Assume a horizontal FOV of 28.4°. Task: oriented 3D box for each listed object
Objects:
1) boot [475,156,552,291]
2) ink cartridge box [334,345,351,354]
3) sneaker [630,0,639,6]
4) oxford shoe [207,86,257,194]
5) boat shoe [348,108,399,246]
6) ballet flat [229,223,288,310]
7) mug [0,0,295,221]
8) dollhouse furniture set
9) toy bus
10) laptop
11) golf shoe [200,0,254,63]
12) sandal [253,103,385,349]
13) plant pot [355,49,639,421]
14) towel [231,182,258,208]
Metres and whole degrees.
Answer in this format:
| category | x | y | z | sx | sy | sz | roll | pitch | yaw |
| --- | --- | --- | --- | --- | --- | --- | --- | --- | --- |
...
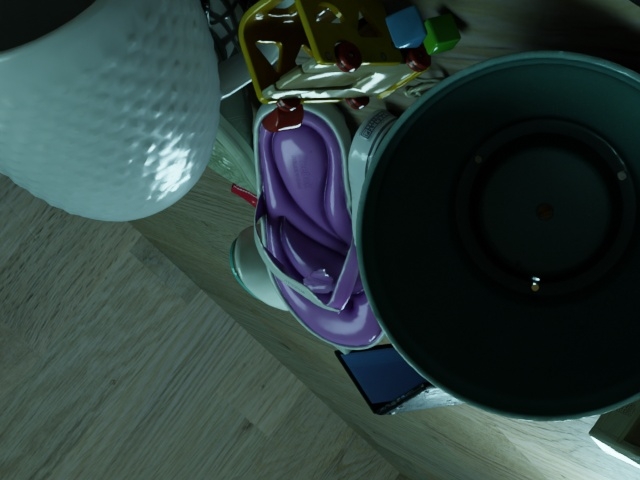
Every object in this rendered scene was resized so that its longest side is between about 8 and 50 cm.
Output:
| category | x | y | z | sx | sy | sz | roll | pitch | yaw |
| --- | --- | --- | --- | --- | --- | --- | --- | --- | --- |
| boot | 0.209 | 0.019 | 1.375 | 0.220 | 0.109 | 0.283 | 48 | 160 | 29 |
| ink cartridge box | 0.048 | 0.063 | 1.903 | 0.092 | 0.160 | 0.219 | 36 | 167 | 14 |
| sneaker | 0.100 | -0.229 | 0.796 | 0.341 | 0.139 | 0.125 | 36 | 165 | 5 |
| oxford shoe | -0.154 | -0.204 | 1.595 | 0.169 | 0.130 | 0.449 | 26 | 162 | 33 |
| boat shoe | 0.107 | -0.042 | 1.525 | 0.102 | 0.108 | 0.301 | 32 | 157 | 22 |
| ballet flat | -0.003 | 0.063 | 2.088 | 0.139 | 0.139 | 0.400 | 30 | 176 | 32 |
| mug | -0.197 | -0.197 | 1.272 | 0.328 | 0.374 | 0.276 | 66 | 180 | -53 |
| dollhouse furniture set | 0.368 | 0.166 | 1.333 | 0.129 | 0.184 | 0.129 | 21 | 159 | 53 |
| toy bus | 0.021 | -0.189 | 1.195 | 0.202 | 0.191 | 0.104 | 88 | 164 | -80 |
| laptop | 0.187 | 0.183 | 1.933 | 0.264 | 0.234 | 0.136 | 135 | 126 | -60 |
| golf shoe | -0.108 | -0.265 | 1.419 | 0.077 | 0.094 | 0.198 | 53 | 155 | 40 |
| sandal | -0.015 | 0.001 | 1.637 | 0.169 | 0.102 | 0.416 | -3 | 127 | 19 |
| plant pot | 0.188 | -0.015 | 1.073 | 0.293 | 0.293 | 0.196 | 38 | -167 | 3 |
| towel | -0.049 | -0.056 | 2.052 | 0.199 | 0.031 | 0.275 | 39 | 167 | -6 |
